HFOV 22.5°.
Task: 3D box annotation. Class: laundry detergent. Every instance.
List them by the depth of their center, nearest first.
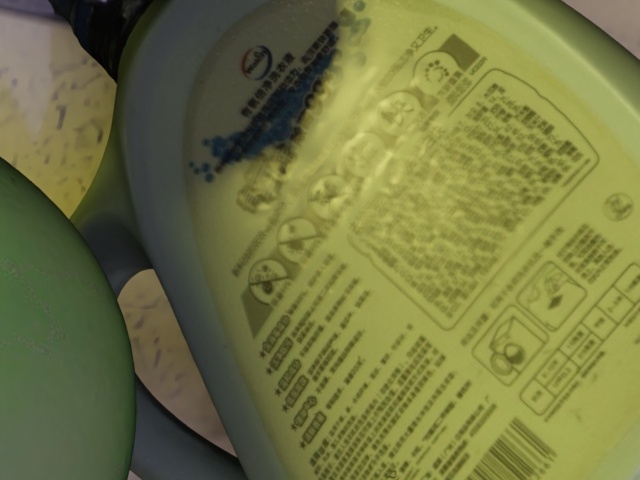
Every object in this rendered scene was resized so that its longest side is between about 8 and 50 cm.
[{"bbox_3d":[0.000,0.000,0.525,0.280,0.105,0.215,40,107,21],"label":"laundry detergent"}]

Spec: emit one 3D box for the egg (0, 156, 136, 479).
[{"bbox_3d":[-0.190,0.054,0.474,0.269,0.220,0.220,-3,107,1],"label":"egg"}]
